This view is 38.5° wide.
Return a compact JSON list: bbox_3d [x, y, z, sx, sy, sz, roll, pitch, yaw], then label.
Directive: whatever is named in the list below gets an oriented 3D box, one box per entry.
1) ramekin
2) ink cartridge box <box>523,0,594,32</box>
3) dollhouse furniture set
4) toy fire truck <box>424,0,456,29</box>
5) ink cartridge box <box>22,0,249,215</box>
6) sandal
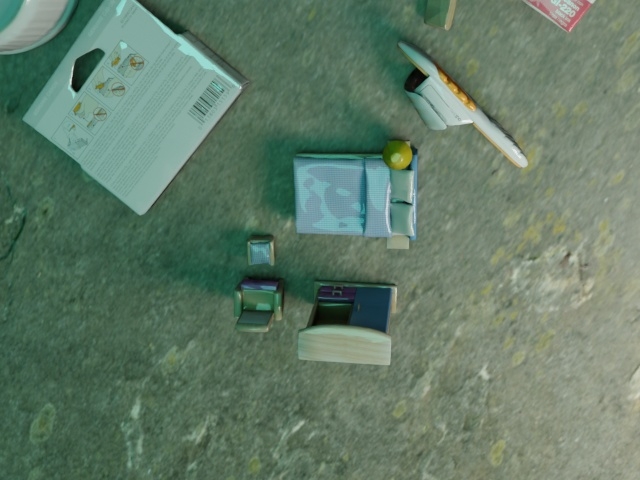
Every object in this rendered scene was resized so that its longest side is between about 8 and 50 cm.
[{"bbox_3d":[-0.500,-0.401,1.340,0.272,0.127,0.273,2,109,7],"label":"ramekin"},{"bbox_3d":[0.357,-0.396,1.214,0.092,0.158,0.218,34,110,-4],"label":"ink cartridge box"},{"bbox_3d":[0.000,0.000,1.378,0.286,0.198,0.304,3,109,6],"label":"dollhouse furniture set"},{"bbox_3d":[0.191,-0.396,1.217,0.158,0.217,0.246,-37,138,0],"label":"toy fire truck"},{"bbox_3d":[-0.286,-0.214,1.414,0.239,0.060,0.275,40,110,-6],"label":"ink cartridge box"},{"bbox_3d":[0.193,-0.181,1.341,0.265,0.102,0.076,43,106,-10],"label":"sandal"}]
